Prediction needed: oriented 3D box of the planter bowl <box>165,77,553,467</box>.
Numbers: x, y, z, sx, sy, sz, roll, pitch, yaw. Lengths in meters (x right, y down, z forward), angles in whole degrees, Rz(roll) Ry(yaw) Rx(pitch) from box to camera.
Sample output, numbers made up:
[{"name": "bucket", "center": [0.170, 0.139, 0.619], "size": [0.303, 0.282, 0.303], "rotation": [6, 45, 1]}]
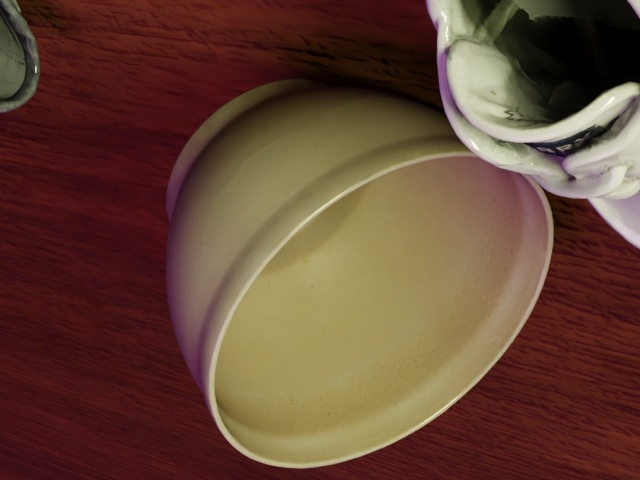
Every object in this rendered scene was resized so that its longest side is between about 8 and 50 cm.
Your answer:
[{"name": "planter bowl", "center": [0.000, 0.000, 0.740], "size": [0.109, 0.162, 0.162], "rotation": [49, 175, 39]}]

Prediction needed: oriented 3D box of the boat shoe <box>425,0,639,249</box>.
[{"name": "boat shoe", "center": [0.065, -0.056, 0.462], "size": [0.095, 0.084, 0.258], "rotation": [16, 155, 35]}]

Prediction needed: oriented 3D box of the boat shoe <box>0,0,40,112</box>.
[{"name": "boat shoe", "center": [-0.217, -0.143, 0.752], "size": [0.102, 0.108, 0.301], "rotation": [20, 160, 30]}]
